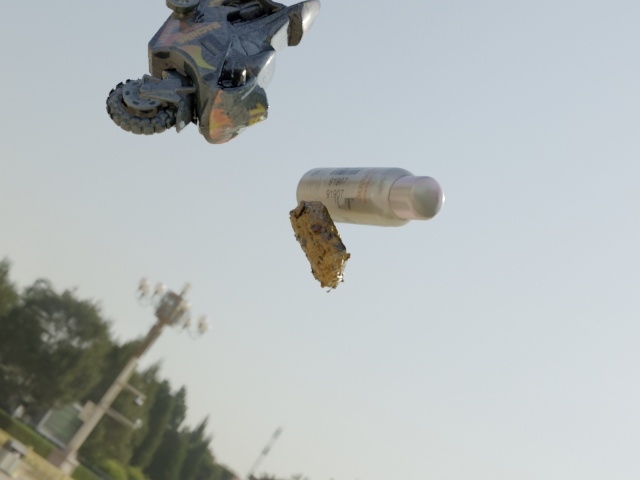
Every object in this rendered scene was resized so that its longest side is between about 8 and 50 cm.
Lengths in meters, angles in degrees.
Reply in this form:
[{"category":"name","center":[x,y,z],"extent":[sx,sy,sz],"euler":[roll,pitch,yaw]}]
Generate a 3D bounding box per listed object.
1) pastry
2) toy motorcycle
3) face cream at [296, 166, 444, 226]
[{"category":"pastry","center":[0.000,0.000,1.306],"extent":[0.080,0.056,0.140],"euler":[91,-22,-45]},{"category":"toy motorcycle","center":[-0.117,-0.213,1.183],"extent":[0.173,0.307,0.108],"euler":[22,-38,10]},{"category":"face cream","center":[0.065,-0.060,1.349],"extent":[0.082,0.082,0.269],"euler":[44,-19,-25]}]
